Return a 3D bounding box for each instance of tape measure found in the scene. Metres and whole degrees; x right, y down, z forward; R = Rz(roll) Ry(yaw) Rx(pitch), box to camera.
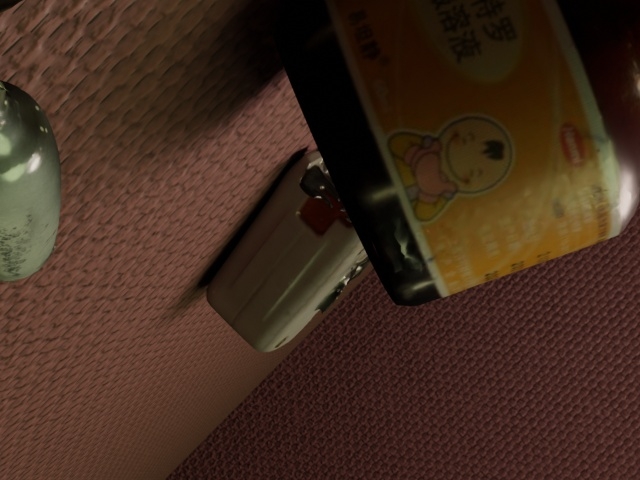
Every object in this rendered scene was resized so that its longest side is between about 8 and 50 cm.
[{"bbox_3d":[0.000,0.000,1.161,0.258,0.130,0.265,-53,169,33],"label":"tape measure"}]

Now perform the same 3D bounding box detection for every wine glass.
[{"bbox_3d":[-0.140,-0.046,0.415,0.074,0.074,0.262,-41,172,-25],"label":"wine glass"}]

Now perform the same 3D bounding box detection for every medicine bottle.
[{"bbox_3d":[0.181,-0.127,0.679,0.395,0.243,0.242,-25,173,4],"label":"medicine bottle"}]
